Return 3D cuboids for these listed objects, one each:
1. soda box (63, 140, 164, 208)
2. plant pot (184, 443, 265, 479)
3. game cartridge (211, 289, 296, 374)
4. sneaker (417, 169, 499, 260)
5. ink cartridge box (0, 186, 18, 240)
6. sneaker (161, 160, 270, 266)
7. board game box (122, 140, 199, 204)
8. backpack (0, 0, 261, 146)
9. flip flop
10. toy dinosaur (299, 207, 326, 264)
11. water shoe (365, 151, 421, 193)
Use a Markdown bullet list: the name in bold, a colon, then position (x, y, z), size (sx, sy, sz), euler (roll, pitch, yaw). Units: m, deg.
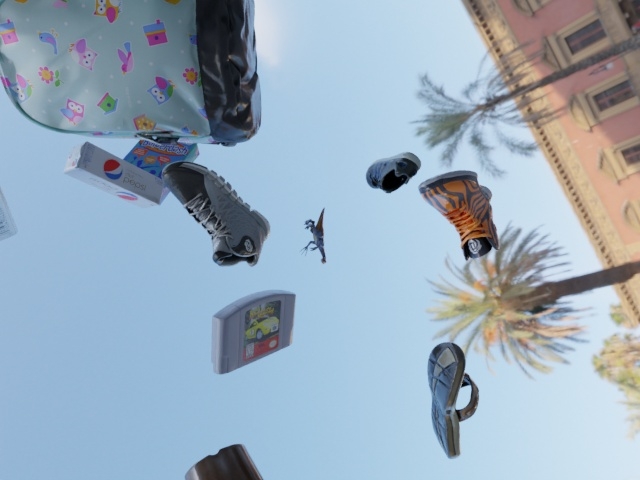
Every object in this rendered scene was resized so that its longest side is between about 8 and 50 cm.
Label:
- **soda box**: position (-0.481, -0.149, 1.203), size (0.216, 0.074, 0.069), euler (30, -119, -48)
- **plant pot**: position (-0.160, 0.479, 0.931), size (0.167, 0.167, 0.165), euler (2, -137, -45)
- **game cartridge**: position (-0.183, 0.248, 1.464), size (0.294, 0.060, 0.196), euler (-14, -69, -48)
- **sneaker**: position (0.349, -0.051, 1.202), size (0.321, 0.124, 0.180), euler (10, -115, -49)
- **ink cartridge box**: position (-0.692, -0.204, 0.929), size (0.071, 0.324, 0.330), euler (-32, -109, -32)
- **sneaker**: position (-0.182, -0.032, 0.878), size (0.228, 0.086, 0.132), euler (36, -140, -28)
- **board game box**: position (-0.461, -0.209, 1.414), size (0.160, 0.047, 0.210), euler (19, -123, 12)
- **backpack**: position (-0.143, -0.143, 0.390), size (0.115, 0.182, 0.152), euler (-85, -6, -73)
- **flip flop**: position (0.260, 0.304, 0.969), size (0.112, 0.080, 0.277), euler (-107, 6, -63)
- **toy dinosaur**: position (0.000, 0.000, 0.947), size (0.090, 0.047, 0.082), euler (-39, -66, -2)
- **water shoe**: position (0.155, -0.153, 1.219), size (0.073, 0.203, 0.080), euler (40, -113, -12)
